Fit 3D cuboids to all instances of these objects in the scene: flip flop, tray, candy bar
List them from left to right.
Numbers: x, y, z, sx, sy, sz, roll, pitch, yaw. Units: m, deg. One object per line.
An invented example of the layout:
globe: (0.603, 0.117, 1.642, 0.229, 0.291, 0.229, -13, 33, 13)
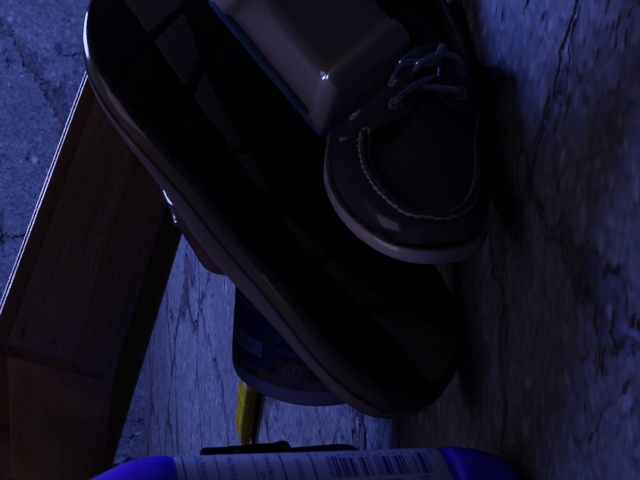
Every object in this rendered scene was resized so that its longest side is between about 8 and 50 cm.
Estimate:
tray: (-0.113, -0.062, 0.987, 0.203, 0.076, 0.411, 107, 176, -59)
candy bar: (-0.066, 0.141, 1.465, 0.161, 0.018, 0.040, 101, 161, -46)
flip flop: (-0.033, -0.024, 0.789, 0.277, 0.112, 0.080, 53, 147, 10)

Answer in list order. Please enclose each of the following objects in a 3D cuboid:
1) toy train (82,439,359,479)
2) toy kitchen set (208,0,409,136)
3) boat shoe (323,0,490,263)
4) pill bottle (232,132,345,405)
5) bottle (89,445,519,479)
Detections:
toy train: (-0.059, 0.257, 0.946, 0.142, 0.190, 0.334, -107, 19, -50)
toy kitchen set: (0.023, -0.173, 0.720, 0.166, 0.207, 0.122, 50, 167, -1)
boat shoe: (0.039, -0.069, 0.732, 0.206, 0.075, 0.065, -96, 8, -53)
pill bottle: (0.000, 0.000, 0.884, 0.094, 0.094, 0.169, -112, 24, -65)
bottle: (-0.051, 0.146, 0.640, 0.118, 0.282, 0.092, -104, 17, -49)
